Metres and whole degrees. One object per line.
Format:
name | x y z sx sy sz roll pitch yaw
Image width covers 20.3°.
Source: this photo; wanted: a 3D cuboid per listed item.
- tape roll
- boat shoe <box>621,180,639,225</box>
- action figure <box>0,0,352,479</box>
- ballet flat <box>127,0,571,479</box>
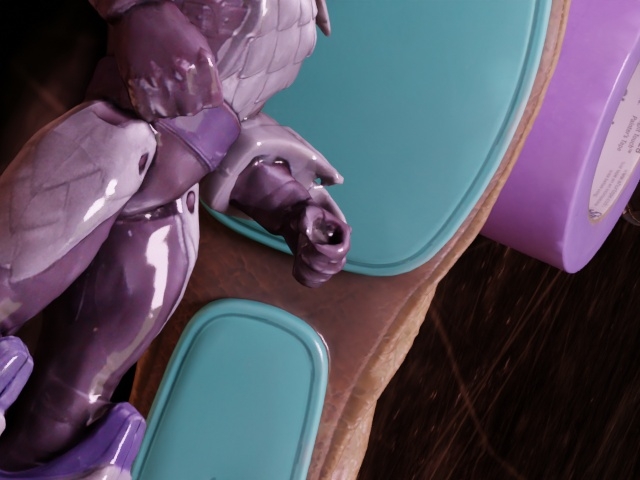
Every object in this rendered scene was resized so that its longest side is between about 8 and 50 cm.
tape roll | 0.141 -0.083 0.996 0.189 0.080 0.189 -54 158 -34
boat shoe | 0.302 -0.117 1.455 0.079 0.084 0.233 -15 -130 63
action figure | -0.051 -0.014 0.485 0.285 0.099 0.185 -63 152 -11
ballet flat | 0.000 0.000 0.675 0.124 0.116 0.342 -67 175 -69
